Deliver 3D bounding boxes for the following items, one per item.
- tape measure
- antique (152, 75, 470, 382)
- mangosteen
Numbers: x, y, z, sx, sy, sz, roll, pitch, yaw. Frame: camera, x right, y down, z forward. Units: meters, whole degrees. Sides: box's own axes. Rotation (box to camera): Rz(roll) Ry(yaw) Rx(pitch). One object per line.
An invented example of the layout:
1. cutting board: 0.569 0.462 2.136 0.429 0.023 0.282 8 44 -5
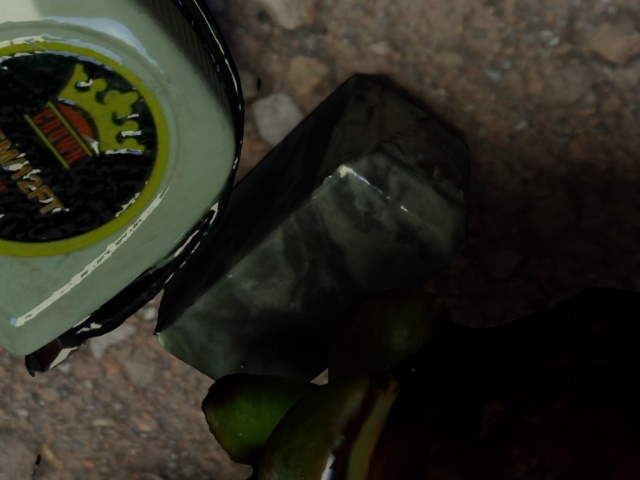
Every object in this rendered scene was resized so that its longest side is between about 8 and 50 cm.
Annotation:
1. tape measure: -0.133 -0.061 1.026 0.207 0.115 0.235 -31 128 9
2. antique: 0.000 0.000 1.081 0.088 0.086 0.183 35 124 -22
3. mangosteen: 0.113 0.156 0.994 0.311 0.311 0.311 3 129 4
